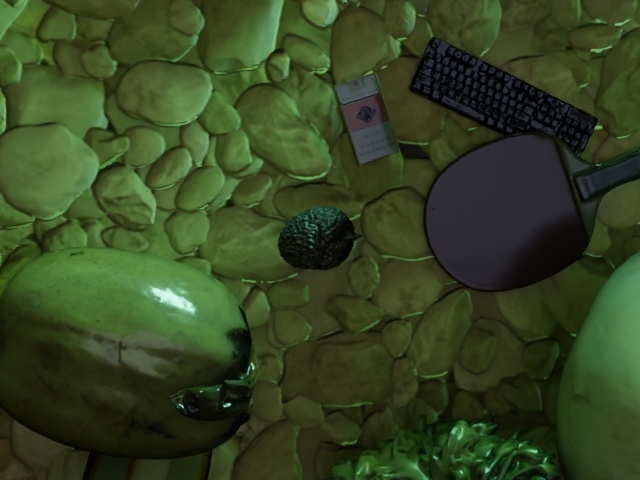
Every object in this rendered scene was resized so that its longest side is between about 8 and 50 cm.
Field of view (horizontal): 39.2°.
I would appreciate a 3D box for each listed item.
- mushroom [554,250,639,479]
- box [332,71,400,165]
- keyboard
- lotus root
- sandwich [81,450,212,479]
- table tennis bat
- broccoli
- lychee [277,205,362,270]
[{"bbox_3d":[0.388,0.151,0.788,0.314,0.336,0.315,-11,105,-44],"label":"mushroom"},{"bbox_3d":[0.046,-0.121,0.895,0.046,0.012,0.083,-19,97,-5],"label":"box"},{"bbox_3d":[0.188,-0.139,0.911,0.195,0.018,0.060,23,93,-8],"label":"keyboard"},{"bbox_3d":[-0.206,0.091,0.797,0.309,0.183,0.183,15,91,-8],"label":"lotus root"},{"bbox_3d":[-0.163,0.241,0.808,0.117,0.187,0.144,12,98,-9],"label":"sandwich"},{"bbox_3d":[0.237,-0.045,0.914,0.274,0.021,0.154,-21,99,-1],"label":"table tennis bat"},{"bbox_3d":[0.082,0.293,0.811,0.247,0.245,0.288,16,94,20],"label":"broccoli"},{"bbox_3d":[0.000,0.000,0.868,0.083,0.068,0.067,-2,136,9],"label":"lychee"}]
